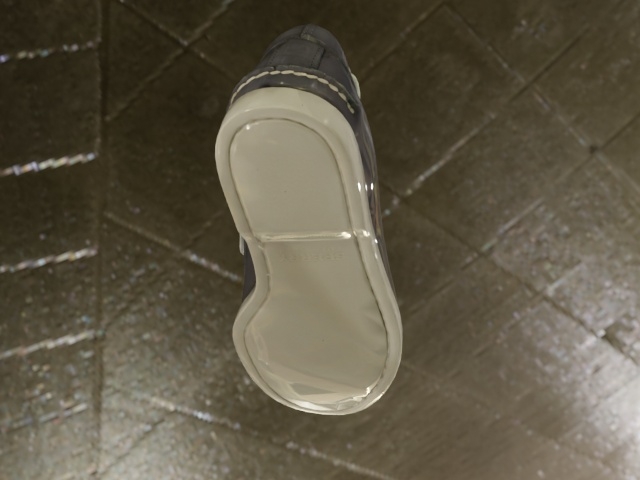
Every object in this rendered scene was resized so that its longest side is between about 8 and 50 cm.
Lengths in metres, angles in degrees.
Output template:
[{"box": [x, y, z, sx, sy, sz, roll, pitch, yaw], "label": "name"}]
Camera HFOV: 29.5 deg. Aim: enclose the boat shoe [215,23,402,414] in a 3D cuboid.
[{"box": [0.000, 0.000, 0.516, 0.075, 0.065, 0.206, 4, 140, 9], "label": "boat shoe"}]
